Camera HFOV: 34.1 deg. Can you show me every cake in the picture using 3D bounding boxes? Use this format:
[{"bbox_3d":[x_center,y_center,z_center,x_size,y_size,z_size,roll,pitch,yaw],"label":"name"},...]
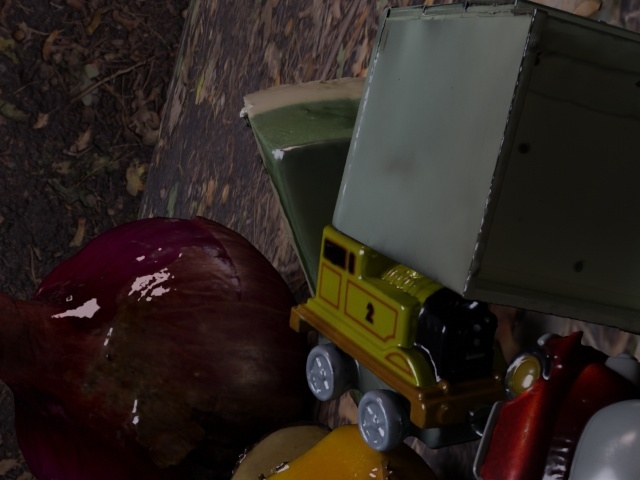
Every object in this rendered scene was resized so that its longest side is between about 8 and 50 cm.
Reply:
[{"bbox_3d":[0.000,0.005,0.872,0.158,0.172,0.284,-109,33,-61],"label":"cake"}]

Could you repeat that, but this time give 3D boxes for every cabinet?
[{"bbox_3d":[0.118,-0.047,0.578,0.206,0.145,0.150,-148,71,-71],"label":"cabinet"}]

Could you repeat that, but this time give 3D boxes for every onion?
[{"bbox_3d":[-0.210,0.122,1.065,0.347,0.385,0.348,-20,59,37],"label":"onion"}]

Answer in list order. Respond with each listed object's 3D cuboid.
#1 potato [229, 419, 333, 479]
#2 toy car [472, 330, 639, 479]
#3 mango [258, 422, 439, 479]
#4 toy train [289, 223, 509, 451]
[{"bbox_3d":[-0.028,0.271,0.882,0.100,0.120,0.261,-32,49,58],"label":"potato"},{"bbox_3d":[0.141,0.113,0.496,0.112,0.112,0.139,-15,54,54],"label":"toy car"},{"bbox_3d":[0.032,0.255,0.676,0.187,0.138,0.257,-50,32,24],"label":"mango"},{"bbox_3d":[0.056,0.062,0.711,0.219,0.089,0.127,32,123,56],"label":"toy train"}]
